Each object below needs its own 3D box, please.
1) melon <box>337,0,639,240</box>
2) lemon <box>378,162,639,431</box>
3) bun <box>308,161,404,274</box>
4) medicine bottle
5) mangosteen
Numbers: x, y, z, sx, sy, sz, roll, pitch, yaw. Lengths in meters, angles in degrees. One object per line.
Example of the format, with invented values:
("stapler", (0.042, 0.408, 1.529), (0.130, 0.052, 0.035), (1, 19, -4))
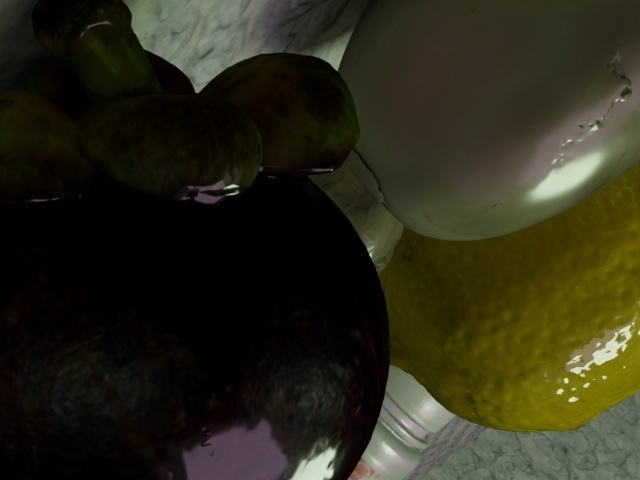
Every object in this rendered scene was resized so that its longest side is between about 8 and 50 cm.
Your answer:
("melon", (0.152, -0.139, 1.359), (0.317, 0.223, 0.223), (-40, 166, 3))
("lemon", (0.213, 0.023, 1.836), (0.336, 0.336, 0.336), (-36, 166, -11))
("bun", (0.000, 0.000, 1.617), (0.173, 0.113, 0.167), (-44, 165, 27))
("medicine bottle", (0.026, 0.240, 2.313), (0.293, 0.170, 0.170), (-41, 166, 10))
("mangosteen", (-0.113, 0.041, 1.116), (0.330, 0.330, 0.330), (-36, 166, -11))
